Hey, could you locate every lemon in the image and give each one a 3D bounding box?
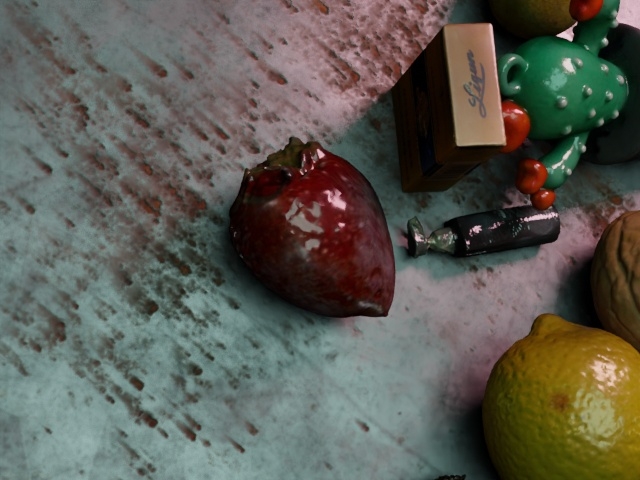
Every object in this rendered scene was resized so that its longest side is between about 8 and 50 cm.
[{"bbox_3d":[0.309,0.219,1.516,0.228,0.228,0.253,-23,101,-19],"label":"lemon"}]

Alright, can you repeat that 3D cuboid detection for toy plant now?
[{"bbox_3d":[0.362,-0.198,1.596,0.400,0.279,0.185,-1,46,-35],"label":"toy plant"}]

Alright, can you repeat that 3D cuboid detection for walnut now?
[{"bbox_3d":[0.453,0.049,1.622,0.213,0.213,0.213,3,77,-16],"label":"walnut"}]

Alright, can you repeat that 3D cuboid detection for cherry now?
[{"bbox_3d":[0.000,0.000,1.501,0.175,0.192,0.250,-40,99,15],"label":"cherry"}]

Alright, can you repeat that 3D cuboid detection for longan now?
[{"bbox_3d":[0.297,-0.355,1.670,0.145,0.176,0.155,-2,61,6],"label":"longan"}]

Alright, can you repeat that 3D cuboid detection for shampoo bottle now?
[{"bbox_3d":[0.213,-0.012,1.629,0.207,0.057,0.063,-9,81,-18],"label":"shampoo bottle"}]

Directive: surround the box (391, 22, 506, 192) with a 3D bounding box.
[{"bbox_3d":[0.155,-0.158,1.547,0.070,0.237,0.152,-2,79,-14],"label":"box"}]

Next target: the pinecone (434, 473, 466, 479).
[{"bbox_3d":[0.163,0.331,1.531,0.077,0.077,0.083,-27,62,-20],"label":"pinecone"}]
